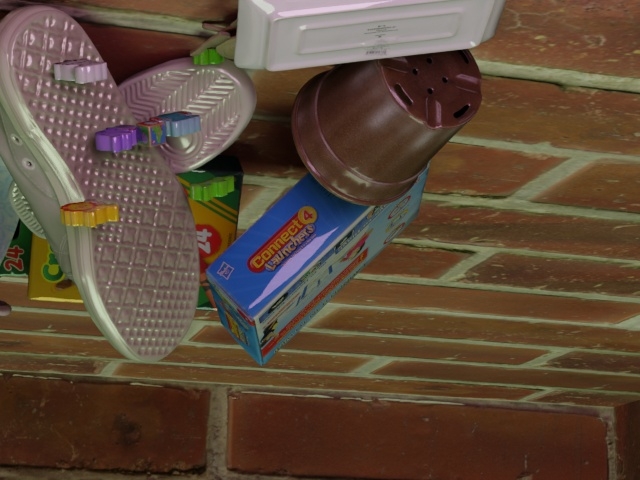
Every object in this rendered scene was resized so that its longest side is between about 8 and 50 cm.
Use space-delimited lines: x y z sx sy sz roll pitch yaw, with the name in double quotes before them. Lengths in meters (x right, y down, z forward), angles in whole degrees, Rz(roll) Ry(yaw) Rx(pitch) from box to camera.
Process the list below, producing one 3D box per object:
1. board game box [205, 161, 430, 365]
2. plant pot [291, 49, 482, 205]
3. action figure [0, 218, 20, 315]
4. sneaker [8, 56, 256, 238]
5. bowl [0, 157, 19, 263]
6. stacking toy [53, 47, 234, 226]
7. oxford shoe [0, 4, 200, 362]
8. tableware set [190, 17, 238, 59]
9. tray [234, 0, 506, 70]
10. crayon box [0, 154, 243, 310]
"board game box" 0.000 0.000 1.866 0.086 0.308 0.302 44 169 10
"plant pot" 0.078 -0.145 1.572 0.167 0.167 0.165 8 155 -26
"action figure" -0.545 0.053 2.146 0.248 0.275 0.370 5 152 -39
"sneaker" -0.212 -0.130 1.735 0.350 0.131 0.148 -25 -166 26
"bowl" -0.466 -0.065 1.701 0.156 0.289 0.289 17 167 8
"stacking toy" -0.183 -0.115 1.550 0.052 0.167 0.221 14 -158 43
"oxford shoe" -0.259 -0.059 1.614 0.130 0.169 0.449 9 133 41
"tableware set" -0.042 -0.224 1.488 0.128 0.039 0.194 3 169 -30
"tray" 0.054 -0.211 1.411 0.270 0.030 0.145 -8 157 -9
"crayon box" -0.272 -0.019 1.941 0.319 0.202 0.081 3 -160 -11
